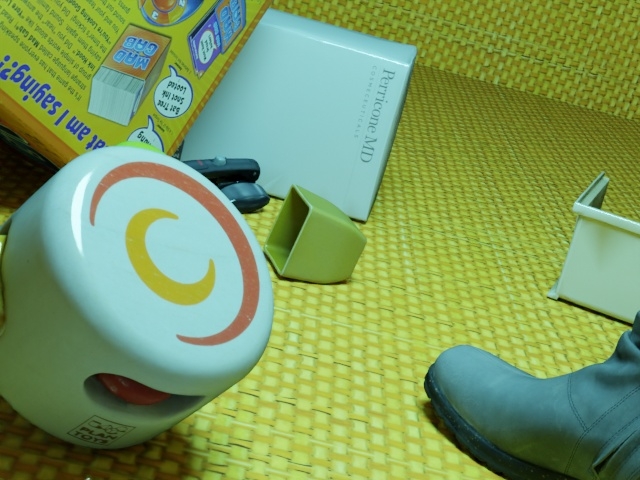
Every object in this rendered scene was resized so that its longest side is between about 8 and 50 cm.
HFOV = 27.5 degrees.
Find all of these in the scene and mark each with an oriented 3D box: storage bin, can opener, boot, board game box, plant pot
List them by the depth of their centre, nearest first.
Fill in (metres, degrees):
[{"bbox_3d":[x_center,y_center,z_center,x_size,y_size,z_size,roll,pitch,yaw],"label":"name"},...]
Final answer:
[{"bbox_3d":[0.236,0.103,1.023,0.118,0.222,0.338,-3,25,-43],"label":"boot"},{"bbox_3d":[-0.311,-0.306,1.392,0.356,0.356,0.356,26,-11,30],"label":"board game box"},{"bbox_3d":[0.000,0.000,1.392,0.083,0.081,0.081,19,15,-22],"label":"plant pot"},{"bbox_3d":[-0.142,-0.070,1.515,0.186,0.059,0.073,0,23,-40],"label":"can opener"},{"bbox_3d":[0.436,0.028,1.589,0.262,0.123,0.260,20,18,15],"label":"storage bin"}]

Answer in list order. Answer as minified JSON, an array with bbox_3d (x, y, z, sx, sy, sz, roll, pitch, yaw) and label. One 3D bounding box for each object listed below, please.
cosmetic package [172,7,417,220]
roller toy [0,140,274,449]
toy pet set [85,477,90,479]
[{"bbox_3d":[-0.087,-0.186,1.668,0.385,0.217,0.156,15,17,6],"label":"cosmetic package"},{"bbox_3d":[-0.145,0.045,0.929,0.191,0.146,0.209,53,36,-1],"label":"roller toy"},{"bbox_3d":[-0.109,0.178,0.767,0.114,0.065,0.122,8,19,-21],"label":"toy pet set"}]
